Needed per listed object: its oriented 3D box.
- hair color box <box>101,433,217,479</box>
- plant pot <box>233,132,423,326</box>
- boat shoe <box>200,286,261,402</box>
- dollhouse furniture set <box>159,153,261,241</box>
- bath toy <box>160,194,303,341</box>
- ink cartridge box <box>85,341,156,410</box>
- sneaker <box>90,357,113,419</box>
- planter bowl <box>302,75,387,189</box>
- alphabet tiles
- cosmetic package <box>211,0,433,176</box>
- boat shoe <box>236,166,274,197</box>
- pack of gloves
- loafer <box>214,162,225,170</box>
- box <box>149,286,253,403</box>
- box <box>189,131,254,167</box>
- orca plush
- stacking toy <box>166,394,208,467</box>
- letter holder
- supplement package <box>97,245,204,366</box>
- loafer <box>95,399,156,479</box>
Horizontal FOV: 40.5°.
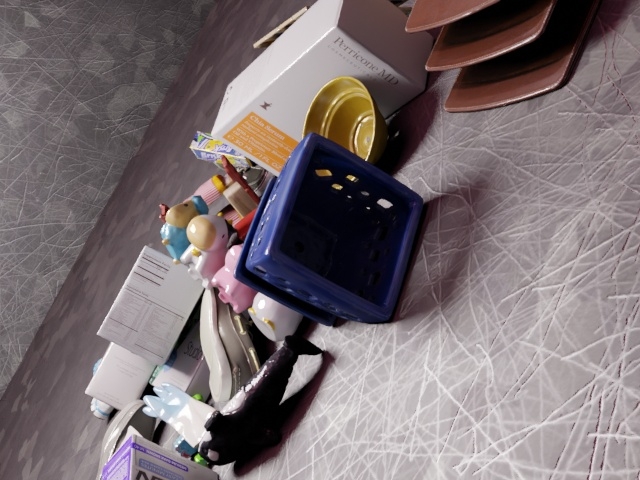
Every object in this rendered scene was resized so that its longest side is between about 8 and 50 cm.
[{"bbox_3d":[-0.259,0.490,1.396,0.110,0.185,0.338,-48,27,19],"label":"hair color box"},{"bbox_3d":[0.000,0.000,1.431,0.212,0.236,0.235,-28,39,58],"label":"plant pot"},{"bbox_3d":[-0.173,0.193,1.660,0.305,0.091,0.109,-112,30,-53],"label":"boat shoe"},{"bbox_3d":[-0.223,-0.039,1.886,0.201,0.152,0.374,-39,20,1],"label":"dollhouse furniture set"},{"bbox_3d":[-0.152,0.048,1.638,0.348,0.151,0.129,36,67,29],"label":"bath toy"},{"bbox_3d":[-0.412,0.215,2.032,0.353,0.119,0.207,-63,9,-10],"label":"ink cartridge box"},{"bbox_3d":[-0.535,0.365,2.223,0.083,0.071,0.190,-40,38,22],"label":"sneaker"},{"bbox_3d":[0.064,-0.199,1.662,0.217,0.090,0.217,-9,79,51],"label":"planter bowl"},{"bbox_3d":[0.027,-0.470,1.912,0.343,0.285,0.011,-16,85,56],"label":"alphabet tiles"},{"bbox_3d":[-0.006,-0.316,1.803,0.453,0.230,0.161,-32,36,46],"label":"cosmetic package"},{"bbox_3d":[-0.187,-0.142,2.132,0.219,0.070,0.077,-20,45,54],"label":"boat shoe"},{"bbox_3d":[-0.322,0.373,1.680,0.232,0.046,0.195,13,67,52],"label":"pack of gloves"},{"bbox_3d":[-0.227,-0.301,2.365,0.087,0.094,0.251,-32,35,52],"label":"loafer"},{"bbox_3d":[-0.243,0.193,1.867,0.322,0.058,0.232,-62,25,-12],"label":"box"},{"bbox_3d":[-0.251,-0.235,2.264,0.169,0.059,0.054,14,67,22],"label":"box"},{"bbox_3d":[-0.092,0.295,1.472,0.287,0.102,0.151,-46,-20,3],"label":"orca plush"},{"bbox_3d":[-0.279,0.423,1.676,0.221,0.052,0.167,-47,35,8],"label":"stacking toy"},{"bbox_3d":[0.272,-0.339,1.398,0.302,0.152,0.214,1,64,62],"label":"letter holder"},{"bbox_3d":[-0.347,0.141,1.819,0.203,0.149,0.194,-63,5,-9],"label":"supplement package"},{"bbox_3d":[-0.409,0.485,1.799,0.111,0.112,0.319,-11,53,43],"label":"loafer"}]
